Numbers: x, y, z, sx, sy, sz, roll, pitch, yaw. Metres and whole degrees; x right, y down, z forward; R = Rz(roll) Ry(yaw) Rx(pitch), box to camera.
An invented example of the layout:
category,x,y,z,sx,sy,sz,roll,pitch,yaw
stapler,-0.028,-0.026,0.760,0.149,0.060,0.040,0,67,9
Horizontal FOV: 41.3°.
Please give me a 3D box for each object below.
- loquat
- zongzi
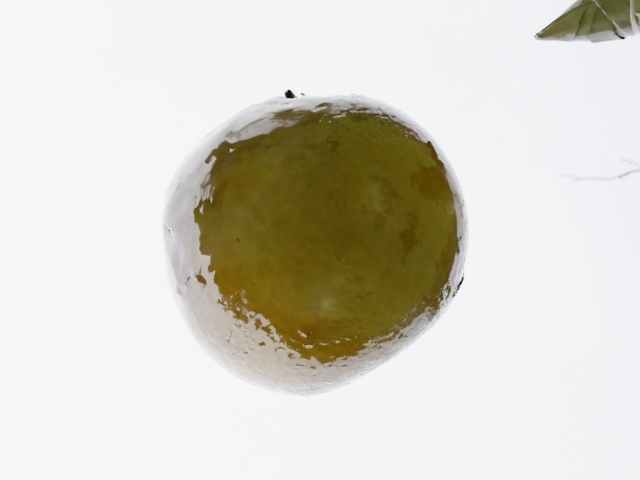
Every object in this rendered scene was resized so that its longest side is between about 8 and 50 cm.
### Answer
category,x,y,z,sx,sy,sz,roll,pitch,yaw
loquat,0.000,0.000,0.717,0.263,0.263,0.263,7,-112,-18
zongzi,0.325,-0.297,0.942,0.178,0.081,0.189,-6,-127,19
